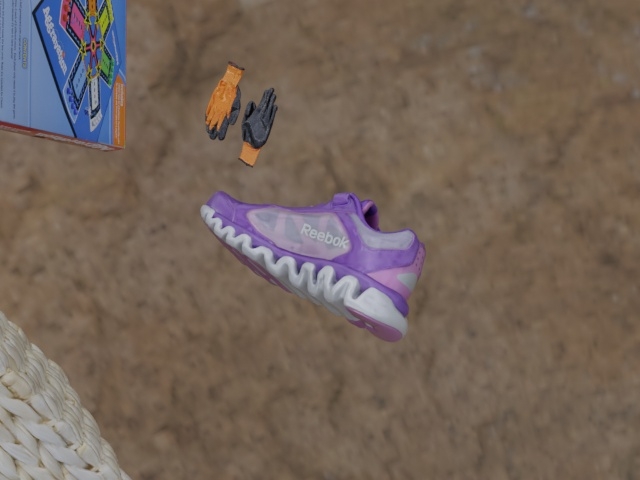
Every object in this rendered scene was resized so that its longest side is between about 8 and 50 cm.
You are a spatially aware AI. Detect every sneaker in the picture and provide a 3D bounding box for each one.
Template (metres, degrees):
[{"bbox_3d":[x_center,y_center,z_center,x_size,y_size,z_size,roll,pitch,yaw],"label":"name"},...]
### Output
[{"bbox_3d":[0.000,0.000,1.742,0.236,0.095,0.104,25,81,31],"label":"sneaker"}]

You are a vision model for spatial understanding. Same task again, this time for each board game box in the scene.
[{"bbox_3d":[-0.215,-0.220,1.563,0.027,0.145,0.281,-9,77,41],"label":"board game box"}]

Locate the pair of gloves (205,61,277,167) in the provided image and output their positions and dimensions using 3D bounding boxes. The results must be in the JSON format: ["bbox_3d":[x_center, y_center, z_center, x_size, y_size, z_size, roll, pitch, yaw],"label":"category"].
[{"bbox_3d":[-0.071,-0.113,1.730,0.083,0.010,0.074,36,112,39],"label":"pair of gloves"}]

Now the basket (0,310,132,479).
[{"bbox_3d":[-0.378,0.171,1.729,0.266,0.328,0.331,-42,29,-3],"label":"basket"}]
